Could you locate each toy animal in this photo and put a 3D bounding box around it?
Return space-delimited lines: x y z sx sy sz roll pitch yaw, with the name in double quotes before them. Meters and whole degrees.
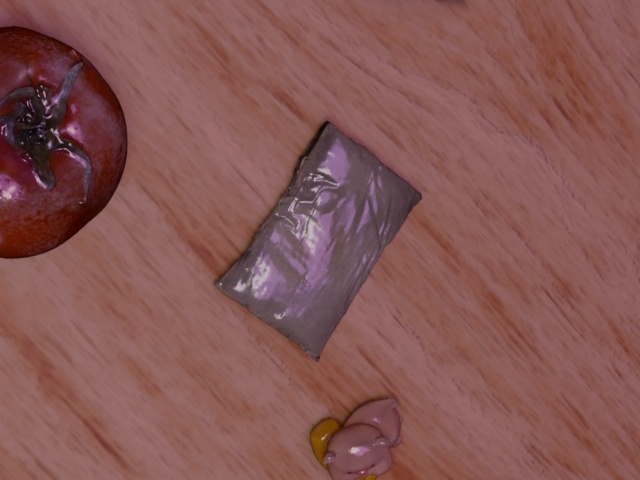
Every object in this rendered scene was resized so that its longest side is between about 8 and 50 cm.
"toy animal" 0.053 0.235 1.683 0.114 0.082 0.091 -23 101 -15

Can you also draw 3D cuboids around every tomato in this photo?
"tomato" -0.307 -0.094 1.497 0.232 0.188 0.232 0 91 -33

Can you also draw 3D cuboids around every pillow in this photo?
"pillow" 0.000 0.000 1.670 0.148 0.050 0.230 34 86 -12
